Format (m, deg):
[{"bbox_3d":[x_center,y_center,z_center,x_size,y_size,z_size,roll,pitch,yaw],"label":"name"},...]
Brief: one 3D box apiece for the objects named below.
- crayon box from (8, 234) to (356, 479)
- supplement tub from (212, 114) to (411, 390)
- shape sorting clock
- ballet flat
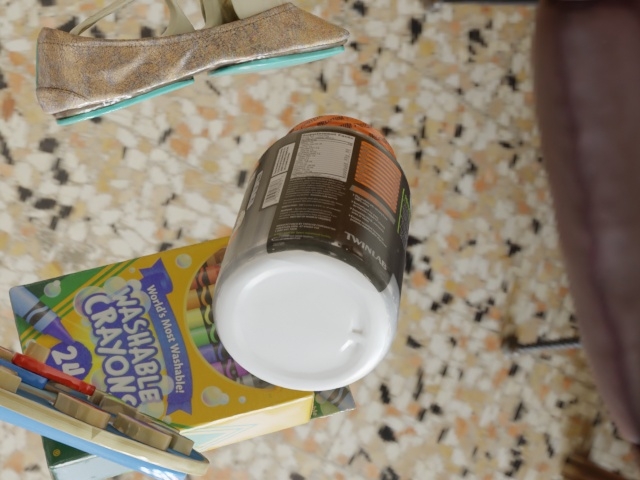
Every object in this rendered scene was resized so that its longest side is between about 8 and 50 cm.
[{"bbox_3d":[-0.141,0.113,1.368,0.323,0.083,0.203,-14,63,-12],"label":"crayon box"},{"bbox_3d":[0.000,0.000,0.873,0.117,0.190,0.117,4,123,6],"label":"supplement tub"},{"bbox_3d":[-0.150,0.071,0.664,0.206,0.206,0.040,27,78,-30],"label":"shape sorting clock"},{"bbox_3d":[-0.116,-0.194,1.228,0.316,0.108,0.106,-18,100,-27],"label":"ballet flat"}]
